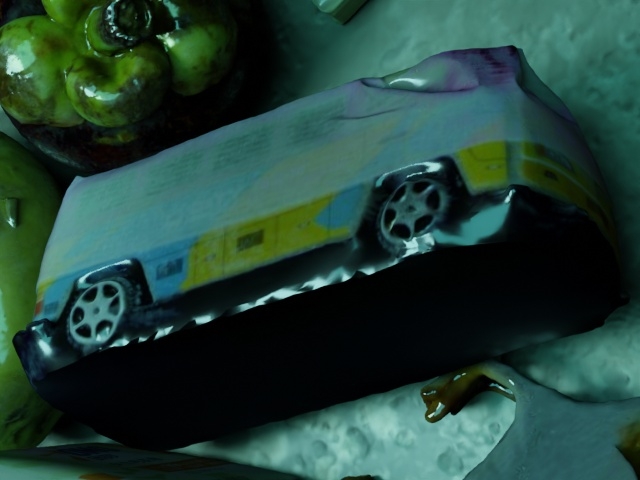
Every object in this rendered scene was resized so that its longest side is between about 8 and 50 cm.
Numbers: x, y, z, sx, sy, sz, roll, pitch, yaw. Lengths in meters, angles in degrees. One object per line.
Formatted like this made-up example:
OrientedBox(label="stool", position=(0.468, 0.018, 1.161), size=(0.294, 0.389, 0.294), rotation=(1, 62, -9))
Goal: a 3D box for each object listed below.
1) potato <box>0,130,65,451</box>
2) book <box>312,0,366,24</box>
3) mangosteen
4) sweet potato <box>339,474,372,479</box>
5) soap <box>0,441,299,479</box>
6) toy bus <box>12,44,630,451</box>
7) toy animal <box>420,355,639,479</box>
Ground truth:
OrientedBox(label="potato", position=(-0.245, 0.034, 1.331), size=(0.228, 0.149, 0.197), rotation=(48, 127, 27))
OrientedBox(label="book", position=(-0.009, -0.370, 1.326), size=(0.260, 0.043, 0.371), rotation=(-44, 68, 14))
OrientedBox(label="mangosteen", position=(-0.137, -0.141, 1.262), size=(0.192, 0.217, 0.192), rotation=(0, 84, 0))
OrientedBox(label="sweet potato", position=(-0.011, 0.237, 1.227), size=(0.056, 0.056, 0.195), rotation=(19, 63, 26))
OrientedBox(label="soap", position=(-0.137, 0.214, 1.234), size=(0.182, 0.199, 0.138), rotation=(5, 89, 26))
OrientedBox(label="toy bus", position=(0.000, 0.000, 1.188), size=(0.386, 0.171, 0.162), rotation=(-18, 55, 26))
OrientedBox(label="toy animal", position=(0.193, 0.120, 1.134), size=(0.302, 0.225, 0.284), rotation=(32, 79, 36))
